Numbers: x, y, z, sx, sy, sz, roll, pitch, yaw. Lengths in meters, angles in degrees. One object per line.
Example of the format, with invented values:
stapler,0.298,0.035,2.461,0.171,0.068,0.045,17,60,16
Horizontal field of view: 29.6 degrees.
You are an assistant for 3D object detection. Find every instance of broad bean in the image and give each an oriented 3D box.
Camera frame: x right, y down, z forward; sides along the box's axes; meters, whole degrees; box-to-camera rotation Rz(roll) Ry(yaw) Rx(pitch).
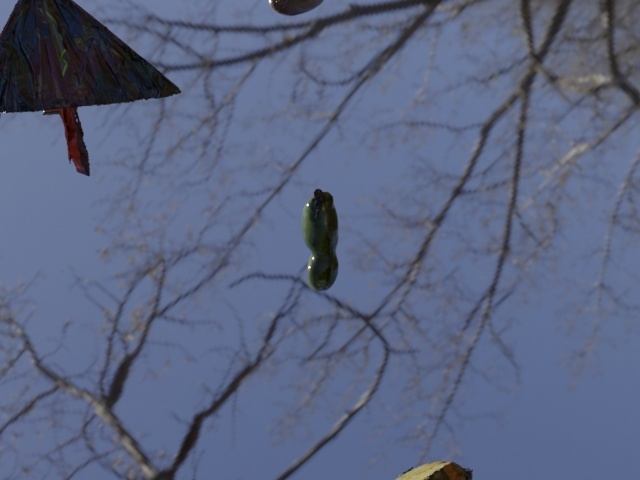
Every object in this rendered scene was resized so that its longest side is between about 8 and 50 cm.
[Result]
broad bean,0.000,0.000,1.685,0.048,0.214,0.070,-15,-128,-17

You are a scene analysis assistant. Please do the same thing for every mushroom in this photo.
mushroom,-0.058,-0.421,1.765,0.071,0.084,0.209,7,-125,-49

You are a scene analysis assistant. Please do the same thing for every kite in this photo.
kite,-0.231,-0.143,1.057,0.009,0.232,0.189,-55,-41,-58

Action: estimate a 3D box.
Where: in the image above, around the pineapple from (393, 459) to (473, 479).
pineapple,0.126,0.446,1.677,0.344,0.286,0.209,-25,-95,-30
